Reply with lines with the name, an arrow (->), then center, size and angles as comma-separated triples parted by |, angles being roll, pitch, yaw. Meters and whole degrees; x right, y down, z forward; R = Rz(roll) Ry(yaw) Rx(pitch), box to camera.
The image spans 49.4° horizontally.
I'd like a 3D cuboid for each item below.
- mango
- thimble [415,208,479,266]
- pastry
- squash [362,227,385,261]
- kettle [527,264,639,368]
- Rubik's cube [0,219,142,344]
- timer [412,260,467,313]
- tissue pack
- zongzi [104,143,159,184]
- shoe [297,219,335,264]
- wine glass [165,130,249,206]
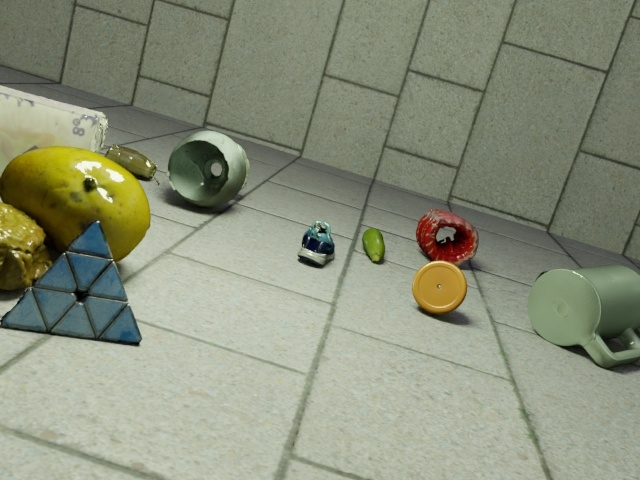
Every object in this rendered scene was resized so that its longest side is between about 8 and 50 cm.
mango -> -0.488, -0.074, 1.364 | 0.365, 0.182, 0.253 | 13, -33, 39
thimble -> 0.406, -0.007, 2.235 | 0.189, 0.163, 0.125 | 27, 10, -18
pastry -> -0.580, -0.004, 1.167 | 0.235, 0.132, 0.240 | 17, 15, 5
squash -> 0.159, 0.016, 2.080 | 0.066, 0.066, 0.201 | 15, 20, -6
kettle -> 0.715, 0.195, 1.831 | 0.205, 0.265, 0.318 | -14, -11, 43
Rubik's cube -> -0.343, 0.087, 1.106 | 0.178, 0.190, 0.211 | 35, 21, 4
timer -> 0.301, 0.130, 1.744 | 0.132, 0.132, 0.152 | 21, -9, 17
tissue pack -> -0.701, -0.225, 1.650 | 0.343, 0.242, 0.125 | 15, 13, -9
zongzi -> -0.579, -0.241, 2.214 | 0.189, 0.081, 0.178 | 21, 4, -6
shoe -> 0.000, 0.000, 1.870 | 0.091, 0.106, 0.207 | 20, 9, 6
wine glass -> -0.332, -0.214, 2.074 | 0.238, 0.238, 0.323 | 17, 5, 2
